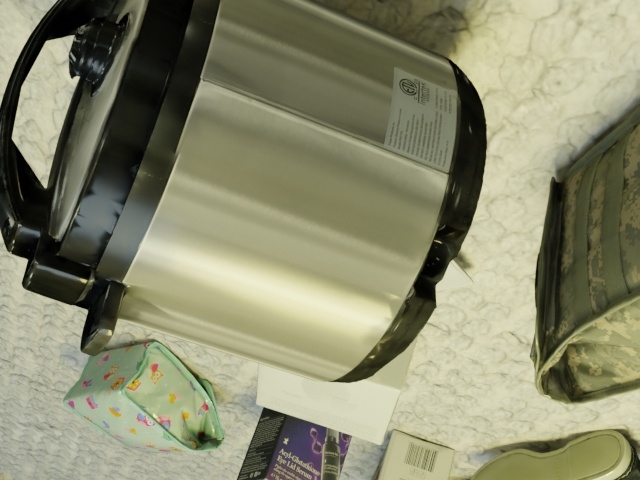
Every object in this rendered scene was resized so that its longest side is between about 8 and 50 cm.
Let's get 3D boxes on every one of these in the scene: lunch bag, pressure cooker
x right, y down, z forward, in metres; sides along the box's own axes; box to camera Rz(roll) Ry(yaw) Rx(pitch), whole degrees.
[{"bbox_3d":[0.321,0.028,1.047,0.169,0.235,0.287,22,148,-13],"label":"lunch bag"},{"bbox_3d":[-0.337,0.336,1.958,0.223,0.160,0.262,-16,127,43],"label":"lunch bag"},{"bbox_3d":[-0.097,-0.084,0.963,0.420,0.370,0.375,19,110,-18],"label":"pressure cooker"}]

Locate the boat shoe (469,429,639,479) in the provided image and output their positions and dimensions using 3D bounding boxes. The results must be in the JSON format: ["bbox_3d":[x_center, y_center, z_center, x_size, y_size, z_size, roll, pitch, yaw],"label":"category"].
[{"bbox_3d":[0.407,0.420,1.689,0.113,0.127,0.340,38,130,-25],"label":"boat shoe"}]

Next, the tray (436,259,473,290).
[{"bbox_3d":[0.080,-0.016,1.312,0.145,0.030,0.270,-14,134,41],"label":"tray"}]

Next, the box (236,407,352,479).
[{"bbox_3d":[-0.043,0.392,1.826,0.153,0.207,0.108,34,145,-22],"label":"box"}]

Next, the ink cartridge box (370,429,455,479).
[{"bbox_3d":[0.142,0.565,1.920,0.130,0.272,0.309,18,148,4],"label":"ink cartridge box"}]

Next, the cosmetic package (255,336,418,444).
[{"bbox_3d":[0.024,0.195,1.558,0.224,0.138,0.224,17,147,5],"label":"cosmetic package"}]

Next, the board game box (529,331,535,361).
[{"bbox_3d":[0.394,0.077,1.166,0.281,0.145,0.027,-8,140,38],"label":"board game box"}]
